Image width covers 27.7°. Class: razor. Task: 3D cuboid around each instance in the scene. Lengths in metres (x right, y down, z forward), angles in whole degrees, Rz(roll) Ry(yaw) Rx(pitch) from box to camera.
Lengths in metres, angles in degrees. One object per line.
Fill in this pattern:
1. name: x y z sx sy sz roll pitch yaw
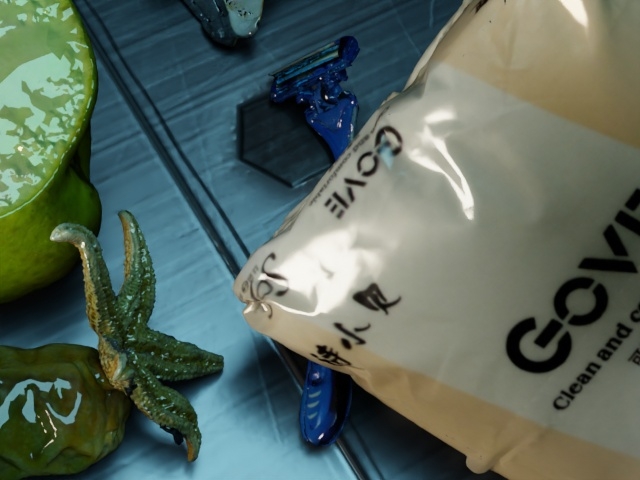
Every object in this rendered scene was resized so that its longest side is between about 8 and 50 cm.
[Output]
1. razor: 0.009 0.002 1.017 0.056 0.093 0.324 16 63 -40

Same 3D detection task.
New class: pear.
1. pear: -0.273 -0.083 0.949 0.282 0.176 0.286 33 70 5

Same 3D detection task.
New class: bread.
1. bread: -0.267 0.127 0.900 0.270 0.098 0.087 -6 110 -10

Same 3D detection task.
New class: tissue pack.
1. tissue pack: 0.188 -0.010 0.901 0.390 0.195 0.375 29 103 -11

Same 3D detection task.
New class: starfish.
1. starfish: -0.127 0.054 0.904 0.053 0.208 0.175 -14 55 12

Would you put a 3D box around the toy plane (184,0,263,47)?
1. toy plane: -0.156 -0.315 1.104 0.316 0.103 0.204 27 99 7
